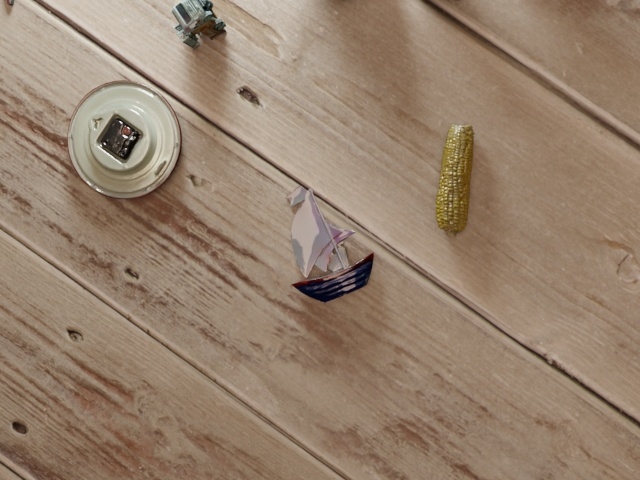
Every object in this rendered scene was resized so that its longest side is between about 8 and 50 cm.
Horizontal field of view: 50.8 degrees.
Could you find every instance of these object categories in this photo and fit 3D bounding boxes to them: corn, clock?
[{"bbox_3d":[0.342,-0.154,1.718,0.086,0.086,0.288,6,94,6],"label":"corn"},{"bbox_3d":[-0.526,-0.268,1.804,0.318,0.080,0.319,0,95,6],"label":"clock"}]

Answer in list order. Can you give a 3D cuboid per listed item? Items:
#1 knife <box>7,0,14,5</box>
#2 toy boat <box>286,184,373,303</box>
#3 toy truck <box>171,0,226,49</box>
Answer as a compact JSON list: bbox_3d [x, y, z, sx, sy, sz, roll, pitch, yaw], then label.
[{"bbox_3d":[-0.849,-0.764,1.834,0.035,0.018,0.248,-2,93,9],"label":"knife"},{"bbox_3d":[-0.012,0.027,1.778,0.318,0.072,0.219,44,94,5],"label":"toy boat"},{"bbox_3d":[-0.320,-0.557,1.712,0.115,0.177,0.080,-33,90,9],"label":"toy truck"}]
